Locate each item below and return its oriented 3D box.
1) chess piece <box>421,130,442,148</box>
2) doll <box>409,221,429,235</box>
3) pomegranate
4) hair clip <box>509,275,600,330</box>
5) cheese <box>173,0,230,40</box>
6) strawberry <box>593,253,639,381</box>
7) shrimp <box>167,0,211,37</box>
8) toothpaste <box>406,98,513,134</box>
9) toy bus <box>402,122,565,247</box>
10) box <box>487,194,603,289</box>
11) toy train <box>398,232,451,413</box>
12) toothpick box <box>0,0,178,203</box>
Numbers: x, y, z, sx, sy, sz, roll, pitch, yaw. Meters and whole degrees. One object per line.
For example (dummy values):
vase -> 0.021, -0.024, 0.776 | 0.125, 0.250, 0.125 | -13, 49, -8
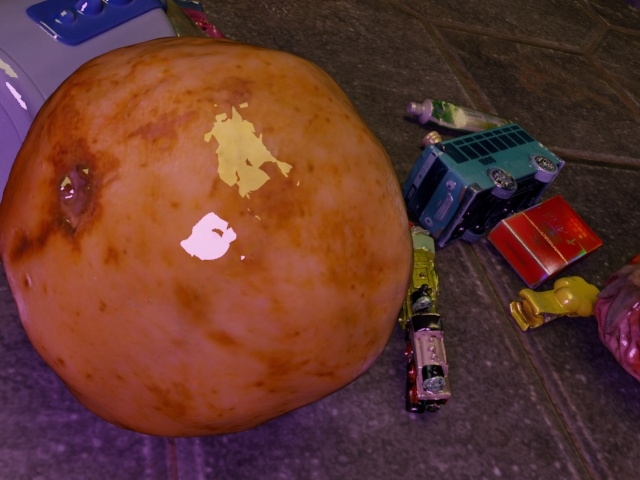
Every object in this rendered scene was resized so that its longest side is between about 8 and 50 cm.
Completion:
chess piece -> 0.219, -0.150, 1.226 | 0.035, 0.035, 0.092 | -17, 58, -38
doll -> 0.102, -0.015, 1.018 | 0.114, 0.039, 0.057 | 11, 11, 0
pomegranate -> -0.085, -0.001, 0.681 | 0.409, 0.410, 0.410 | 13, 41, -12
hair clip -> 0.352, 0.087, 1.021 | 0.173, 0.046, 0.072 | -4, 51, -32
cheese -> -0.227, -0.358, 1.212 | 0.155, 0.062, 0.244 | 2, 44, -24
strawberry -> 0.540, 0.152, 0.974 | 0.335, 0.149, 0.265 | 21, 15, -21
shrimp -> -0.272, -0.280, 1.061 | 0.445, 0.110, 0.221 | 38, 70, 15
toothpaste -> 0.277, -0.227, 1.329 | 0.247, 0.047, 0.078 | 8, 47, -21
toy bus -> 0.254, -0.095, 1.109 | 0.256, 0.128, 0.147 | -18, 56, -40
box -> 0.359, -0.002, 1.106 | 0.175, 0.048, 0.112 | -21, 67, -40
toy train -> 0.127, 0.099, 0.872 | 0.053, 0.085, 0.250 | 2, 43, 0
toothpick box -> -0.309, -0.205, 0.855 | 0.262, 0.263, 0.355 | 28, 39, 5
